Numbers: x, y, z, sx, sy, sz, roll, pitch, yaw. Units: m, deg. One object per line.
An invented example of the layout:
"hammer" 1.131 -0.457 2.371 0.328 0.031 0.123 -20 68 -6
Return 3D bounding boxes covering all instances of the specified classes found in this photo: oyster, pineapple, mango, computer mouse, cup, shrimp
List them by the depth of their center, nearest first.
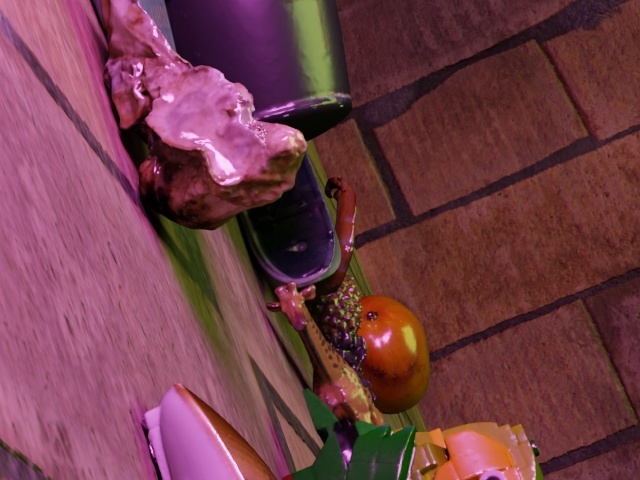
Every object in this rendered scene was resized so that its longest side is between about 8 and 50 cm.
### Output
"computer mouse" -0.018 0.178 0.798 0.126 0.056 0.245 60 9 -60
"oyster" -0.092 -0.087 1.148 0.161 0.107 0.233 37 9 -42
"cup" -0.078 -0.157 1.438 0.223 0.169 0.176 -13 87 -52
"shrimp" -0.002 0.000 1.733 0.178 0.034 0.124 151 -52 -71
"pineapple" 0.021 0.113 1.801 0.074 0.074 0.159 60 15 -65
"mango" 0.069 0.141 2.054 0.219 0.112 0.145 99 -31 -74

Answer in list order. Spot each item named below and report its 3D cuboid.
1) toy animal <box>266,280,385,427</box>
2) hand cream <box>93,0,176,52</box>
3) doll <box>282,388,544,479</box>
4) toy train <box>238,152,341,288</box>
"toy animal" 0.017 0.145 1.597 0.149 0.054 0.275 -95 165 -70
"hand cream" -0.154 -0.227 1.276 0.111 0.070 0.312 -34 105 -79
"doll" 0.065 0.173 1.203 0.106 0.186 0.134 65 32 -47
"toy train" -0.058 -0.087 1.726 0.088 0.086 0.407 72 -1 -50
